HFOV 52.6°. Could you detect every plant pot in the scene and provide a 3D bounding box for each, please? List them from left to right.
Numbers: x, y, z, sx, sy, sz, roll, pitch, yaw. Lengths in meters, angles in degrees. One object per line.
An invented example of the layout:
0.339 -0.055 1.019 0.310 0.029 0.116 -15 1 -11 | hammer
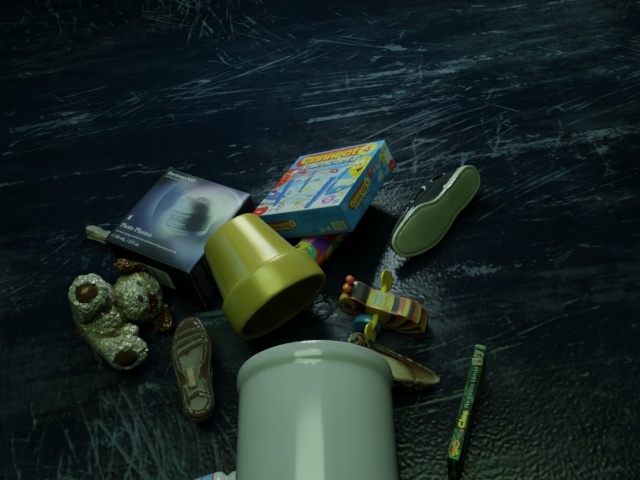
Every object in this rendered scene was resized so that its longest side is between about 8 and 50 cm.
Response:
-0.155 0.073 1.582 0.254 0.254 0.239 -32 71 -15 | plant pot

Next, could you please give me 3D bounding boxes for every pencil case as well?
0.000 0.000 1.747 0.104 0.104 0.236 26 57 28 | pencil case

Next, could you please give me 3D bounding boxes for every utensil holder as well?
-0.004 0.440 1.249 0.328 0.327 0.385 -7 53 5 | utensil holder

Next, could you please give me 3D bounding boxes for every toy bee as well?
0.108 0.160 1.558 0.298 0.162 0.195 -8 52 4 | toy bee

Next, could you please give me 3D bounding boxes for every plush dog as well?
-0.505 0.175 1.662 0.225 0.262 0.211 -35 11 -32 | plush dog

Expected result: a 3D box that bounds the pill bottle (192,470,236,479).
-0.237 0.539 1.359 0.160 0.087 0.087 -18 50 -4 | pill bottle

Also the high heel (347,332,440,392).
0.158 0.260 1.401 0.186 0.261 0.093 0 60 14 | high heel

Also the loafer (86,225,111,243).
-0.645 -0.009 1.929 0.125 0.039 0.045 21 24 22 | loafer

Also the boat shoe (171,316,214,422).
-0.303 0.313 1.551 0.095 0.095 0.257 -6 57 -5 | boat shoe

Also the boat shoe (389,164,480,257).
0.289 -0.084 1.761 0.340 0.127 0.113 -48 28 -17 | boat shoe

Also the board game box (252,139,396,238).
0.008 -0.136 1.768 0.308 0.086 0.302 -6 36 37 | board game box

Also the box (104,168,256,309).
-0.368 -0.014 1.782 0.296 0.182 0.294 18 55 23 | box

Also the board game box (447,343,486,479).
0.311 0.364 1.367 0.030 0.136 0.259 9 53 22 | board game box
